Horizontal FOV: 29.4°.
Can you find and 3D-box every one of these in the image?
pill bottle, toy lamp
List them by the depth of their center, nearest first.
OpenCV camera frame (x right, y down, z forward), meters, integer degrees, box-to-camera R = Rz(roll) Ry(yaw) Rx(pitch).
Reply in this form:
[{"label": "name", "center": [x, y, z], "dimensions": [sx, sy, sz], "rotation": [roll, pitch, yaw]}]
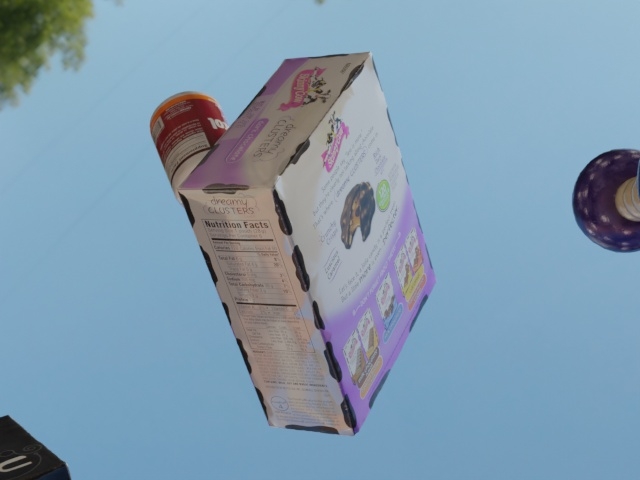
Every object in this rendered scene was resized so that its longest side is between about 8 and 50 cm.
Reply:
[{"label": "toy lamp", "center": [0.198, -0.029, 0.674], "dimensions": [0.080, 0.080, 0.275], "rotation": [-41, 179, 3]}, {"label": "pill bottle", "center": [-0.126, -0.084, 1.312], "dimensions": [0.086, 0.086, 0.152], "rotation": [-36, -130, 12]}]

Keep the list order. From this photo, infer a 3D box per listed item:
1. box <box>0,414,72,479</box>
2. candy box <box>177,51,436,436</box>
[{"label": "box", "center": [-0.299, 0.251, 0.828], "dimensions": [0.270, 0.165, 0.143], "rotation": [-19, -164, -28]}, {"label": "candy box", "center": [0.000, 0.000, 0.808], "dimensions": [0.070, 0.196, 0.165], "rotation": [1, -144, 28]}]
